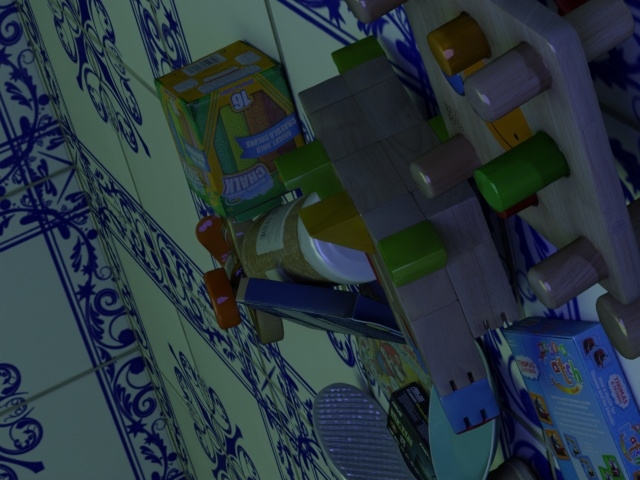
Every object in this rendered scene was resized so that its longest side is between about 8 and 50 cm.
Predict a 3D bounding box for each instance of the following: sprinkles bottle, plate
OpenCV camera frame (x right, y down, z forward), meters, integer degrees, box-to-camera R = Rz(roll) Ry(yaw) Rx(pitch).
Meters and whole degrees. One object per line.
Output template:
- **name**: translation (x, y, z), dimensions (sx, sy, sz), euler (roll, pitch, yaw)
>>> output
- **sprinkles bottle**: translation (0.000, 0.000, 1.986), dimensions (0.121, 0.121, 0.355), euler (65, 165, -2)
- **plate**: translation (0.162, 0.196, 1.844), dimensions (0.188, 0.024, 0.188), euler (-176, 90, -73)

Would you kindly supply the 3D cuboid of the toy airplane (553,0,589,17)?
- **toy airplane**: translation (0.167, -0.207, 1.281), dimensions (0.151, 0.028, 0.151), euler (43, 149, 34)

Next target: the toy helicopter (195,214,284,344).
- **toy helicopter**: translation (-0.116, -0.020, 2.387), dimensions (0.235, 0.140, 0.355), euler (85, 167, -72)

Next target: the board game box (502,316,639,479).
- **board game box**: translation (0.255, 0.176, 1.588), dimensions (0.211, 0.039, 0.160), euler (66, 164, -7)

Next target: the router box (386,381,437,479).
- **router box**: translation (0.126, 0.242, 2.007), dimensions (0.122, 0.038, 0.092), euler (56, 161, 27)

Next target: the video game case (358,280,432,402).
- **video game case**: translation (0.111, 0.165, 2.054), dimensions (0.227, 0.026, 0.206), euler (55, 161, 31)

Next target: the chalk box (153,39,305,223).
- **chalk box**: translation (-0.101, -0.118, 2.110), dimensions (0.132, 0.132, 0.213), euler (38, 150, 58)

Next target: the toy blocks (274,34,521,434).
- **toy blocks**: translation (0.097, 0.006, 1.615), dimensions (0.381, 0.191, 0.261), euler (-115, 1, -55)

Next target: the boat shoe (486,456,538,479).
- **boat shoe**: translation (0.194, 0.324, 1.912), dimensions (0.104, 0.089, 0.285), euler (60, 163, 17)

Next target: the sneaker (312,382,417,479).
- **sneaker**: translation (0.073, 0.337, 2.306), dimensions (0.282, 0.102, 0.161), euler (58, 166, 21)

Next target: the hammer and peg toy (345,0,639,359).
- **hammer and peg toy**: translation (0.155, -0.064, 1.301), dimensions (0.266, 0.127, 0.361), euler (47, 165, 49)

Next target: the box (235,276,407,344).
- **box**: translation (0.028, 0.085, 1.943), dimensions (0.225, 0.036, 0.136), euler (9, 170, 43)
